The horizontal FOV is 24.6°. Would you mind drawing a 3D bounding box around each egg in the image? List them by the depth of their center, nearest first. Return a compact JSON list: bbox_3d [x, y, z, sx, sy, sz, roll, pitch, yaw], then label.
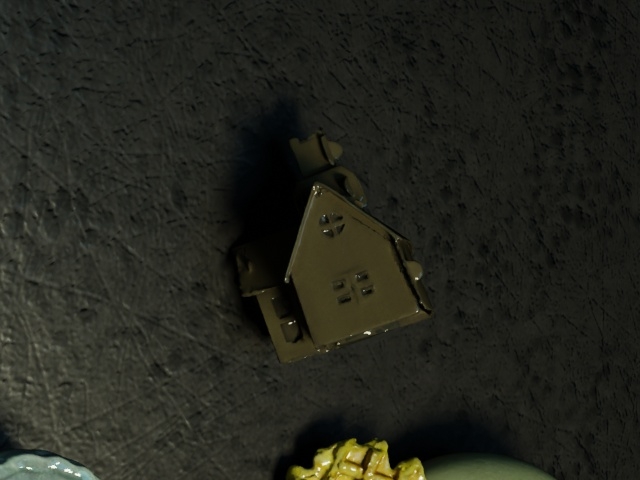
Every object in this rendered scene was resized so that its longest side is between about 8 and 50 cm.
[{"bbox_3d":[0.213,0.379,1.870,0.295,0.218,0.218,28,75,-25],"label":"egg"}]

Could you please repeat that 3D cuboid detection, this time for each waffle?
[{"bbox_3d":[0.029,0.375,1.730,0.280,0.060,0.262,-18,77,-10],"label":"waffle"}]

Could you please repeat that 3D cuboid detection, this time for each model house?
[{"bbox_3d":[0.000,0.000,1.677,0.211,0.204,0.243,35,36,-82],"label":"model house"}]

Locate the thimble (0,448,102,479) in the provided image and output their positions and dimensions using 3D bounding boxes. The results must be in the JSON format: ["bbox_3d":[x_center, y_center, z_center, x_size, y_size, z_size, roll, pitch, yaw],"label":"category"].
[{"bbox_3d":[-0.310,0.311,1.391,0.250,0.172,0.205,-22,87,-40],"label":"thimble"}]
